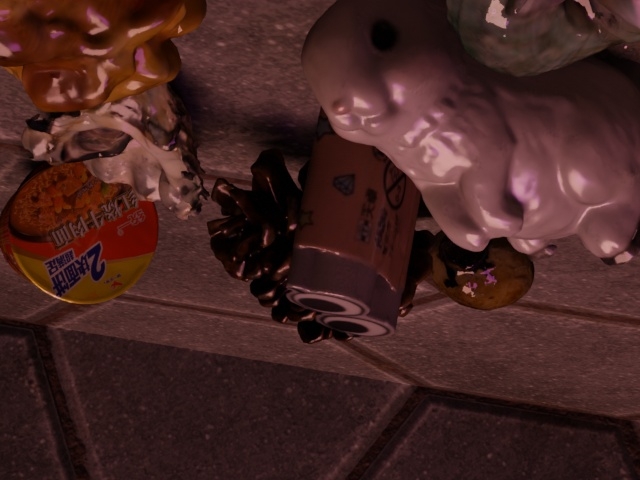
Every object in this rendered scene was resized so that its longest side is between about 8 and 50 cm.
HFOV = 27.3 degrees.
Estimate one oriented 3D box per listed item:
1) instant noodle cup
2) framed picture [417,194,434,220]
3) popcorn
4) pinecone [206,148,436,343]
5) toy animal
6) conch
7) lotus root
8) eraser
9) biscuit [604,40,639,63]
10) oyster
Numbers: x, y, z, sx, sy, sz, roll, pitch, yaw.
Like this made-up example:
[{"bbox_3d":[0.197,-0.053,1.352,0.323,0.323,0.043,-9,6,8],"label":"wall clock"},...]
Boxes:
[{"bbox_3d":[-0.355,-0.016,1.854,0.213,0.213,0.174,18,170,-25],"label":"instant noodle cup"},{"bbox_3d":[0.141,-0.081,1.385,0.142,0.183,0.011,-3,131,35],"label":"framed picture"},{"bbox_3d":[-0.218,-0.229,1.065,0.265,0.225,0.332,30,179,-21],"label":"popcorn"},{"bbox_3d":[0.000,0.000,1.619,0.309,0.244,0.244,33,153,-34],"label":"pinecone"},{"bbox_3d":[0.144,-0.124,1.180,0.357,0.257,0.194,32,156,-26],"label":"toy animal"},{"bbox_3d":[0.186,-0.204,0.967,0.277,0.195,0.220,35,-167,21],"label":"conch"},{"bbox_3d":[0.229,0.036,1.804,0.138,0.138,0.214,-1,171,32],"label":"lotus root"},{"bbox_3d":[0.046,-0.065,1.277,0.087,0.290,0.171,2,161,26],"label":"eraser"},{"bbox_3d":[0.356,-0.188,1.122,0.250,0.046,0.147,0,161,29],"label":"biscuit"},{"bbox_3d":[-0.235,-0.121,1.584,0.238,0.114,0.351,20,158,-3],"label":"oyster"}]
